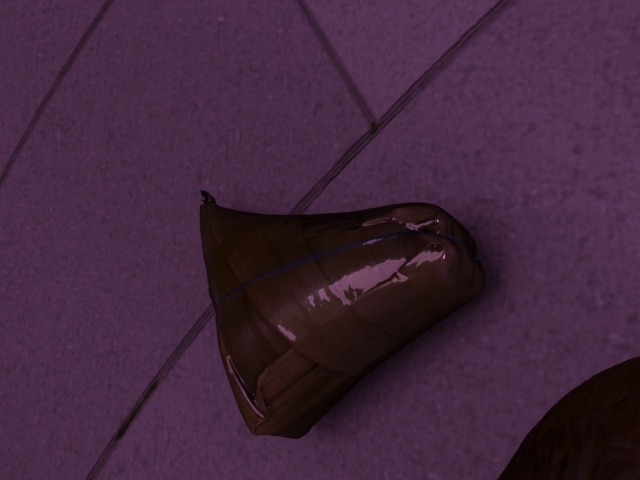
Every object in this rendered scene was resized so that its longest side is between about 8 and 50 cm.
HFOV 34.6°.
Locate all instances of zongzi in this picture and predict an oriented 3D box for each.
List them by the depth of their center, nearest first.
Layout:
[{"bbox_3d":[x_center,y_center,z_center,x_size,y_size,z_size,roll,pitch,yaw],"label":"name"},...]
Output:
[{"bbox_3d":[0.000,0.000,0.821,0.228,0.115,0.256,-40,46,24],"label":"zongzi"}]

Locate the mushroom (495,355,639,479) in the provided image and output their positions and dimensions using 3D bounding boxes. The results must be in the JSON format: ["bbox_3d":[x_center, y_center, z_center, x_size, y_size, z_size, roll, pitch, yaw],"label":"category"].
[{"bbox_3d":[0.185,0.195,0.573,0.278,0.146,0.278,-39,36,36],"label":"mushroom"}]
